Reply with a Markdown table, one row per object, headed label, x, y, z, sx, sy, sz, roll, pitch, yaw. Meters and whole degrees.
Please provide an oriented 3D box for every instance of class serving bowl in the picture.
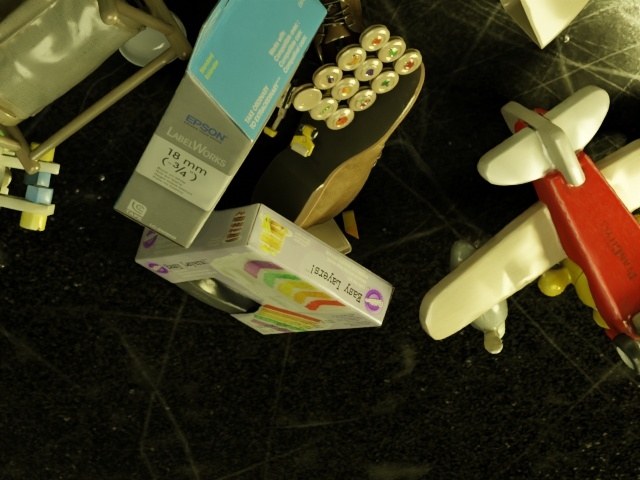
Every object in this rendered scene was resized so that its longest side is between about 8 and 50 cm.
| label | x | y | z | sx | sy | sz | roll | pitch | yaw |
| --- | --- | --- | --- | --- | --- | --- | --- | --- | --- |
| serving bowl | -0.203 | -0.249 | 1.848 | 0.083 | 0.027 | 0.083 | -6 | 132 | -7 |

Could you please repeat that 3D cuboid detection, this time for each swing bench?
| label | x | y | z | sx | sy | sz | roll | pitch | yaw |
| --- | --- | --- | --- | --- | --- | --- | --- | --- | --- |
| swing bench | -0.319 | -0.255 | 1.697 | 0.253 | 0.255 | 0.165 | -33 | 157 | 19 |

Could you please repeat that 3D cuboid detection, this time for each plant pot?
| label | x | y | z | sx | sy | sz | roll | pitch | yaw |
| --- | --- | --- | --- | --- | --- | --- | --- | --- | --- |
| plant pot | 0.265 | -0.315 | 1.837 | 0.096 | 0.109 | 0.109 | -31 | 131 | 1 |

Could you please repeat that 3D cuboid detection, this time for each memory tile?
| label | x | y | z | sx | sy | sz | roll | pitch | yaw |
| --- | --- | --- | --- | --- | --- | --- | --- | --- | --- |
| memory tile | 0.044 | -0.194 | 1.854 | 0.148 | 0.012 | 0.113 | -39 | 144 | 17 |

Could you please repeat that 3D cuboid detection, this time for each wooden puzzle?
| label | x | y | z | sx | sy | sz | roll | pitch | yaw |
| --- | --- | --- | --- | --- | --- | --- | --- | --- | --- |
| wooden puzzle | 0.000 | 0.000 | 2.126 | 0.116 | 0.014 | 0.078 | -19 | 128 | 6 |

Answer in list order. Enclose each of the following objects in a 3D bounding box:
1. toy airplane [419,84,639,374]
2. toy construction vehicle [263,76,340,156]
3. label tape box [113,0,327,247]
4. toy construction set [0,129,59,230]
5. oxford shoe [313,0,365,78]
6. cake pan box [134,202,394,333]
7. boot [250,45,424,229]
| label | x | y | z | sx | sy | sz | roll | pitch | yaw |
| --- | --- | --- | --- | --- | --- | --- | --- | --- | --- |
| toy airplane | 0.342 | -0.021 | 2.041 | 0.386 | 0.272 | 0.384 | 11 | 91 | -9 |
| toy construction vehicle | -0.021 | -0.162 | 1.934 | 0.086 | 0.035 | 0.098 | 27 | 110 | 14 |
| label tape box | -0.095 | -0.178 | 1.731 | 0.106 | 0.241 | 0.334 | 31 | 140 | -4 |
| toy construction set | -0.478 | -0.105 | 1.802 | 0.327 | 0.215 | 0.151 | 25 | 90 | -24 |
| oxford shoe | 0.017 | -0.285 | 1.816 | 0.082 | 0.096 | 0.227 | -15 | 131 | 5 |
| cake pan box | -0.079 | 0.042 | 2.029 | 0.245 | 0.070 | 0.267 | 35 | 154 | -34 |
| boot | 0.038 | -0.130 | 1.980 | 0.305 | 0.112 | 0.115 | -48 | 153 | 24 |
